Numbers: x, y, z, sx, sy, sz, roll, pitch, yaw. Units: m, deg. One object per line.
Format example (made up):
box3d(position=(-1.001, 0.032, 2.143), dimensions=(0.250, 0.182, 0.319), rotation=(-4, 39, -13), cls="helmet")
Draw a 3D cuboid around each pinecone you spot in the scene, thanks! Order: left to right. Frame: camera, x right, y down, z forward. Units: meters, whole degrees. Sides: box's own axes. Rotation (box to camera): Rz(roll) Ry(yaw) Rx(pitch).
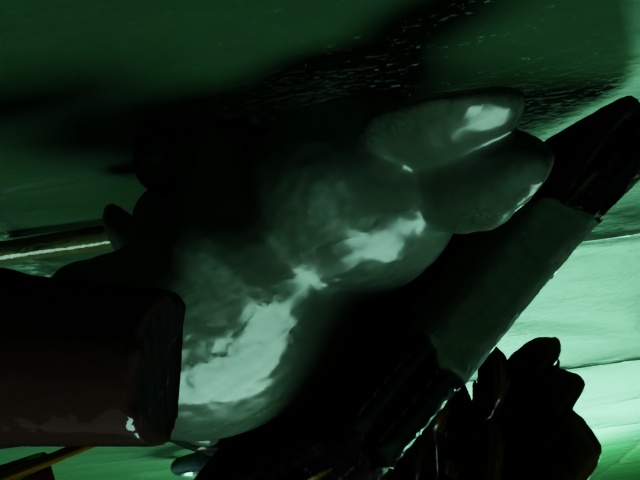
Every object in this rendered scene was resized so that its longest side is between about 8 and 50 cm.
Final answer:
box3d(position=(0.039, 0.156, 1.108), dimensions=(0.264, 0.264, 0.264), rotation=(-7, 166, -2), cls="pinecone")

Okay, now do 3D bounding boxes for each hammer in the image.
box3d(position=(-0.111, 0.001, 0.846), dimensions=(0.182, 0.017, 0.062), rotation=(-8, 167, -2), cls="hammer")

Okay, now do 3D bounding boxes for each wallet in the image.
box3d(position=(0.033, 0.054, 0.798), dimensions=(0.221, 0.071, 0.262), rotation=(-45, -179, -30), cls="wallet")

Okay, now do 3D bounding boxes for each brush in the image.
box3d(position=(-0.196, 0.159, 1.260), dimensions=(0.314, 0.017, 0.090), rotation=(-19, 176, -36), cls="brush")

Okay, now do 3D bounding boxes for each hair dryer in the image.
box3d(position=(-0.241, 0.040, 0.560), dimensions=(0.312, 0.123, 0.340), rotation=(2, 180, 18), cls="hair dryer")

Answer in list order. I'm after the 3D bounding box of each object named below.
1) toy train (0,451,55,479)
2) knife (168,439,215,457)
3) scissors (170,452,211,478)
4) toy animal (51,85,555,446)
box3d(position=(-0.329, 0.241, 1.316), dimensions=(0.296, 0.100, 0.160), rotation=(-16, -171, -12), cls="toy train")
box3d(position=(-0.107, 0.111, 1.236), dimensions=(0.072, 0.019, 0.245), rotation=(-49, 149, 7), cls="knife")
box3d(position=(-0.056, 0.186, 1.606), dimensions=(0.256, 0.029, 0.383), rotation=(-9, 168, 11), cls="scissors")
box3d(position=(-0.001, -0.003, 0.691), dimensions=(0.236, 0.138, 0.108), rotation=(-22, -161, 27), cls="toy animal")
